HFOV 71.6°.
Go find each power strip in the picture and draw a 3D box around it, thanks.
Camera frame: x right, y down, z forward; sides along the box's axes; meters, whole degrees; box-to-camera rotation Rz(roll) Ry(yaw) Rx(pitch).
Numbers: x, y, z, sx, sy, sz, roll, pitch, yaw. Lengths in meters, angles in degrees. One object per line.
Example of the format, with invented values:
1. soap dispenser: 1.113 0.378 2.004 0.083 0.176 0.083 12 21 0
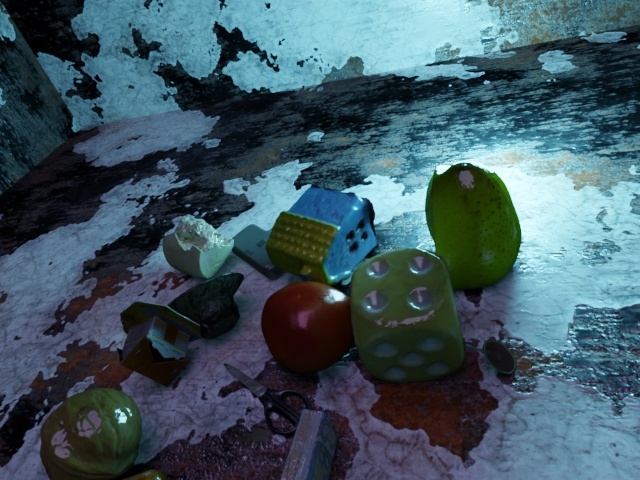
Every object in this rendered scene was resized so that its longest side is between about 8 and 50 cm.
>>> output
1. power strip: -0.174 0.014 1.516 0.193 0.059 0.264 -41 44 -20

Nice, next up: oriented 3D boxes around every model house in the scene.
1. model house: 0.000 0.000 1.322 0.237 0.216 0.303 17 46 37
2. model house: -0.444 0.280 1.160 0.207 0.219 0.136 -23 43 26

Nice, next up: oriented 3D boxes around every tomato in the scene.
1. tomato: -0.031 0.206 1.132 0.259 0.180 0.260 -9 38 7

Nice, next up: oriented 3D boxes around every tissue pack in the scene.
1. tissue pack: -0.019 0.440 0.894 0.064 0.116 0.155 -2 39 20

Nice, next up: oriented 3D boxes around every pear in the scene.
1. pear: 0.411 -0.079 1.202 0.238 0.318 0.343 -5 41 24

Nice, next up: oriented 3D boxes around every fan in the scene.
1. fan: 0.380 0.252 0.991 0.133 0.005 0.085 18 44 -12

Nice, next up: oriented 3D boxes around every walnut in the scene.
1. walnut: -0.514 0.454 1.008 0.227 0.228 0.228 -11 39 9

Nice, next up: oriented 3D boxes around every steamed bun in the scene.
1. steamed bun: -0.418 0.016 1.500 0.225 0.170 0.200 12 71 32

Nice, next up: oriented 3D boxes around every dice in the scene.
1. dice: 0.201 0.174 1.042 0.232 0.227 0.239 -11 40 13

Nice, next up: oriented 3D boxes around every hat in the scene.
1. hat: -0.308 0.206 1.272 0.265 0.266 0.129 -30 76 -15

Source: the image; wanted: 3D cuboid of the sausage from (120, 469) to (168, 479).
1. sausage: -0.438 0.568 0.916 0.270 0.109 0.109 -25 39 -8

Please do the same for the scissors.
1. scissors: -0.150 0.375 1.101 0.299 0.022 0.109 19 48 39
